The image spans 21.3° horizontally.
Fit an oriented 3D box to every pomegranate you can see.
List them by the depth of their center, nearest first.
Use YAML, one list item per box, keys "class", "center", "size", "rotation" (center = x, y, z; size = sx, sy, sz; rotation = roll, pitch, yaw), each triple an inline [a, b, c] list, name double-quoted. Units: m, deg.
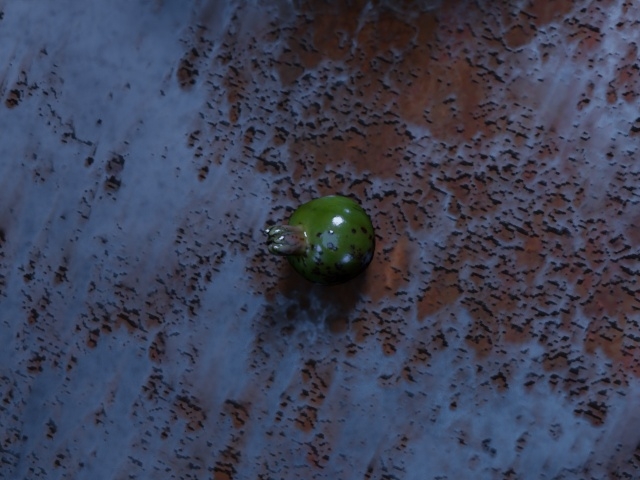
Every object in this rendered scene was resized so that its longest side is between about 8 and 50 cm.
- class: "pomegranate"
  center: [0.004, 0.001, 1.270]
  size: [0.073, 0.084, 0.073]
  rotation: [2, 95, 24]
